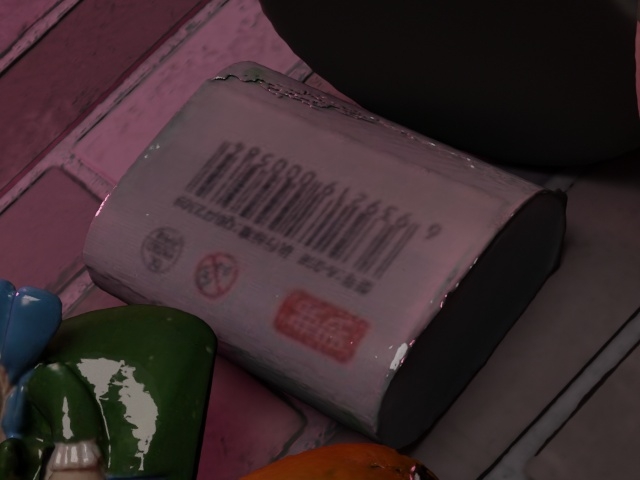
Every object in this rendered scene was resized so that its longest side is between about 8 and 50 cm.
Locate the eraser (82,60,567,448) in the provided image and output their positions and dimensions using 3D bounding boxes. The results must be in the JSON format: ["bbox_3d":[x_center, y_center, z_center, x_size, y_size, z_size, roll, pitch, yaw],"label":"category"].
[{"bbox_3d":[0.000,0.000,0.982,0.227,0.081,0.174,26,65,34],"label":"eraser"}]

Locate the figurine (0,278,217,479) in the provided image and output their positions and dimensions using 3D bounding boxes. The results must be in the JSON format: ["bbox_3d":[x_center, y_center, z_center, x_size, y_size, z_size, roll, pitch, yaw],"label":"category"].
[{"bbox_3d":[-0.179,0.102,0.912,0.234,0.127,0.185,10,74,-5],"label":"figurine"}]

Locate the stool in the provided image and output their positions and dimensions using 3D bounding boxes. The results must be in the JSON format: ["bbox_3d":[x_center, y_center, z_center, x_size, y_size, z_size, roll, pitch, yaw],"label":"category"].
[{"bbox_3d":[0.131,-0.242,0.982,0.297,0.297,0.330,13,66,28],"label":"stool"}]

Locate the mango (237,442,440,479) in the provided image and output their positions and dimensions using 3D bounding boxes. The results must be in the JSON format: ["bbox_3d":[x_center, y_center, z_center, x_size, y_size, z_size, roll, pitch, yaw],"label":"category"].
[{"bbox_3d":[-0.029,0.199,0.813,0.248,0.151,0.156,-41,92,-1],"label":"mango"}]

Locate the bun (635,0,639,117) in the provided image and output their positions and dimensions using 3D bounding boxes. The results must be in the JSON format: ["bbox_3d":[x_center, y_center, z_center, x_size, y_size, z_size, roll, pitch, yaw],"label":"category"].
[{"bbox_3d":[0.280,-0.118,0.843,0.175,0.263,0.263,16,63,30],"label":"bun"}]
